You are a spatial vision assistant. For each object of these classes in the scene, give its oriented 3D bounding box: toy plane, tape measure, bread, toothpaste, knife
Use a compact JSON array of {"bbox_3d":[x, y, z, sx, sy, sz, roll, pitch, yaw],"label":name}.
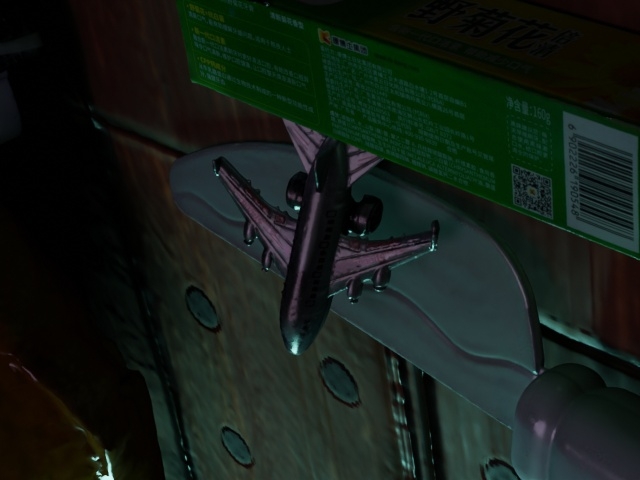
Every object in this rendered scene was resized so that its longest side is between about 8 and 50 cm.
[{"bbox_3d":[0.000,0.000,0.453,0.079,0.031,0.083,20,124,18],"label":"toy plane"},{"bbox_3d":[-0.145,-0.085,0.573,0.091,0.054,0.094,-6,113,61],"label":"tape measure"},{"bbox_3d":[-0.207,0.058,0.661,0.312,0.172,0.312,38,158,19],"label":"bread"},{"bbox_3d":[0.029,-0.048,0.397,0.178,0.037,0.043,25,141,38],"label":"toothpaste"},{"bbox_3d":[0.053,0.032,0.448,0.331,0.044,0.080,36,137,34],"label":"knife"}]
